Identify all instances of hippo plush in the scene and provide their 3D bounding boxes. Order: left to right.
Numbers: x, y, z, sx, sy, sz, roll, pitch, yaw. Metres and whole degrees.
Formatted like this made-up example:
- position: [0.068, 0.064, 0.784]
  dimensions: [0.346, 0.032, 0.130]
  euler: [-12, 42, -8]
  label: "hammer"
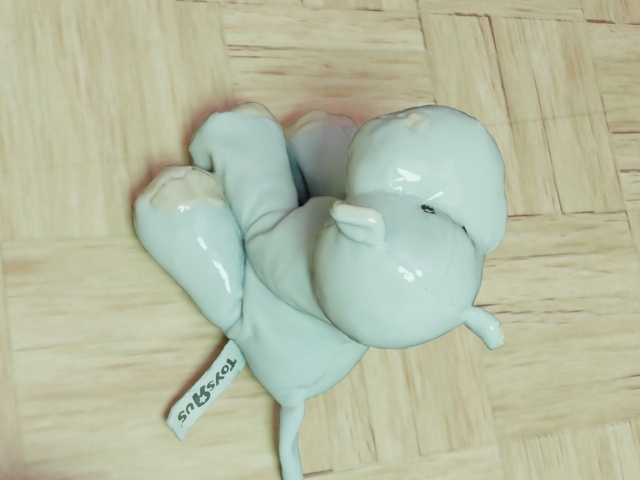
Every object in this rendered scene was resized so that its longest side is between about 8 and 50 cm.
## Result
- position: [0.000, 0.000, 0.758]
  dimensions: [0.234, 0.236, 0.294]
  euler: [34, 64, -15]
  label: "hippo plush"
